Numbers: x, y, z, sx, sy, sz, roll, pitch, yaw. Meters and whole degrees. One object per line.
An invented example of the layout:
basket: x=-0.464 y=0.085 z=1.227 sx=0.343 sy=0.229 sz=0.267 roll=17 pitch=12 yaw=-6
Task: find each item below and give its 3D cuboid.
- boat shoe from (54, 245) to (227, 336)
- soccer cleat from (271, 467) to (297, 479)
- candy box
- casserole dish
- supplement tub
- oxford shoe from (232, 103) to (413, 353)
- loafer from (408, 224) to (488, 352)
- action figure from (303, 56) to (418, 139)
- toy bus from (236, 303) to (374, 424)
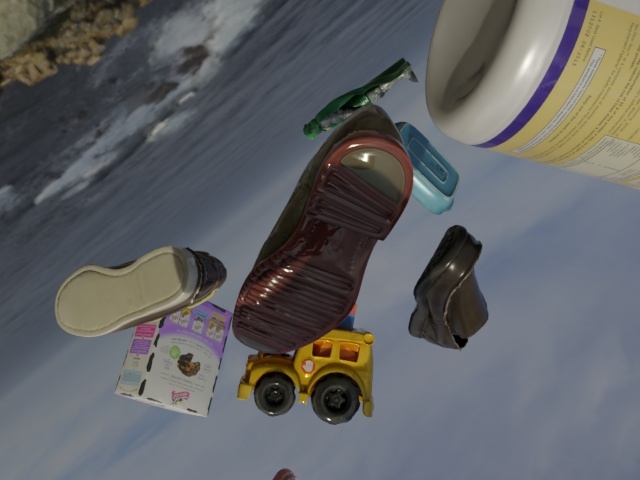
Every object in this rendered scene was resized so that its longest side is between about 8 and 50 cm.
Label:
boat shoe: x=-0.292 y=0.082 z=0.992 sx=0.324 sy=0.116 sz=0.097 roll=-18 pitch=167 yaw=31
soccer cleat: x=-0.111 y=0.584 z=1.373 sx=0.083 sy=0.095 sz=0.248 roll=-58 pitch=-172 yaw=24
candy box: x=-0.252 y=0.196 z=1.108 sx=0.070 sy=0.165 sz=0.196 roll=-3 pitch=-116 yaw=35
casserole dish: x=0.171 y=-0.127 z=1.061 sx=0.037 sy=0.188 sz=0.114 roll=-33 pitch=-161 yaw=45
supplement tub: x=0.305 y=-0.186 z=0.658 sx=0.241 sy=0.331 sz=0.241 roll=-168 pitch=-90 yaw=-76
oxford shoe: x=0.000 y=0.000 z=0.736 sx=0.348 sy=0.123 sz=0.130 roll=-54 pitch=-162 yaw=33
loafer: x=0.149 y=0.058 z=0.677 sx=0.080 sy=0.078 sz=0.220 roll=-57 pitch=162 yaw=-21
action figure: x=0.069 y=-0.258 z=1.178 sx=0.232 sy=0.063 sz=0.137 roll=-28 pitch=-171 yaw=11
toy bus: x=-0.016 y=0.179 z=1.030 sx=0.220 sy=0.211 sz=0.149 roll=7 pitch=178 yaw=-2
